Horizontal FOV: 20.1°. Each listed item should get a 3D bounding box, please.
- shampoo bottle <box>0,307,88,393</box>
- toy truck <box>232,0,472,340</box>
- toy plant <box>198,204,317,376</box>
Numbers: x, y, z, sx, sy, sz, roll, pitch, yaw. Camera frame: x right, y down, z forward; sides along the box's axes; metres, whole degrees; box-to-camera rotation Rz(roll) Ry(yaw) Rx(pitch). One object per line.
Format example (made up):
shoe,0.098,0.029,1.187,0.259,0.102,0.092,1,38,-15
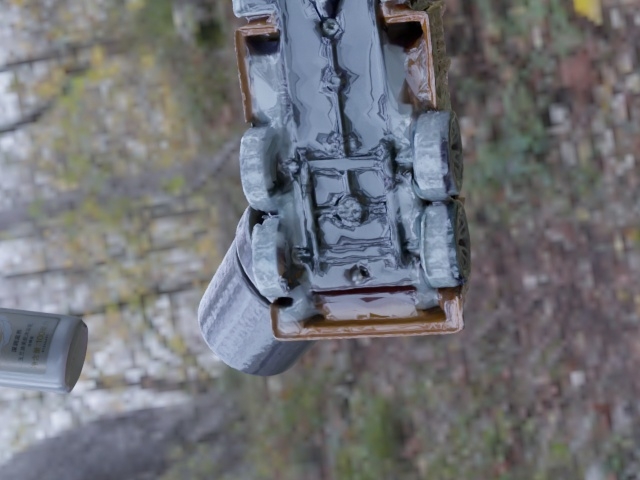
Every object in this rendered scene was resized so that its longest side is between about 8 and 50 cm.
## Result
shampoo bottle,-0.371,0.114,1.971,0.056,0.227,0.086,66,-147,-60
toy truck,0.031,-0.128,1.457,0.207,0.173,0.387,-45,-50,-71
toy plant,0.003,-0.009,2.166,0.400,0.185,0.279,-51,12,41
